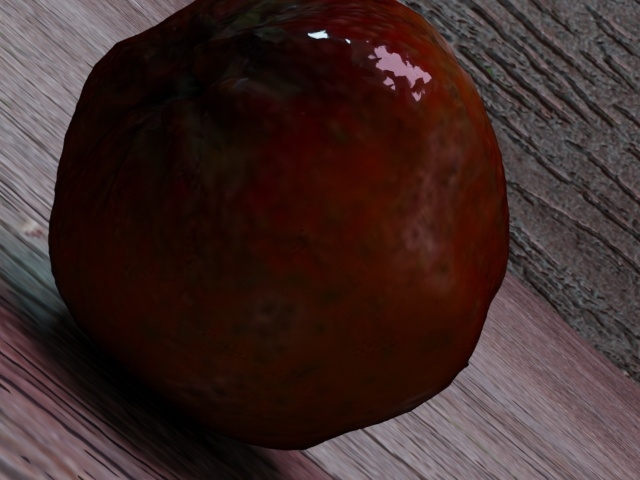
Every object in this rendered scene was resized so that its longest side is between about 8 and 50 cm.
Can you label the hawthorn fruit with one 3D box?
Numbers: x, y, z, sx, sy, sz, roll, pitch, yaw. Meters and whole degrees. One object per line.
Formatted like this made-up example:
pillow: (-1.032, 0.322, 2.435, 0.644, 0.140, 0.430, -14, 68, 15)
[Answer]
hawthorn fruit: (0.000, 0.000, 0.597, 0.157, 0.157, 0.194, 48, 3, 42)
